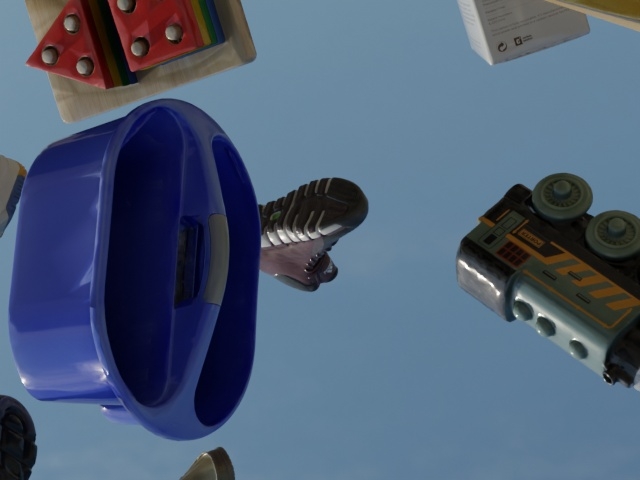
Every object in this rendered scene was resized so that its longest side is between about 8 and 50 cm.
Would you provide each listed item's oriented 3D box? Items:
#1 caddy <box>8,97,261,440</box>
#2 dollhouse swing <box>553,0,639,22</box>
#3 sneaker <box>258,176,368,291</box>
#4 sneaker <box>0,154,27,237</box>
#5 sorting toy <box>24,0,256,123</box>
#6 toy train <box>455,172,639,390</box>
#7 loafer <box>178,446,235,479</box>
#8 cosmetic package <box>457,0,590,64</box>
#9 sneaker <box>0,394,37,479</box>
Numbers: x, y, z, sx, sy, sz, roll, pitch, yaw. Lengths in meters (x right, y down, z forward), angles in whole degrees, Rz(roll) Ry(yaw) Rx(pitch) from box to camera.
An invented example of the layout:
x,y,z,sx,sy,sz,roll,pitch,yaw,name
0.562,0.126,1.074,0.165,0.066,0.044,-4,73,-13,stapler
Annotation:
x,y,z,sx,sy,sz,roll,pitch,yaw,name
-0.164,0.030,1.616,0.179,0.341,0.241,-10,158,32,caddy
0.404,-0.340,1.620,0.347,0.305,0.315,13,-171,-31,dollhouse swing
0.000,0.000,2.486,0.281,0.162,0.106,-12,-134,44,sneaker
-0.499,0.010,2.188,0.131,0.112,0.296,22,-119,-14,sneaker
-0.229,-0.275,1.747,0.255,0.257,0.089,-15,-176,30,sorting toy
0.325,0.055,2.018,0.190,0.142,0.334,-39,-122,-22,toy train
-0.140,0.283,1.791,0.050,0.148,0.056,-3,-134,-39,loafer
0.235,-0.445,2.265,0.155,0.365,0.197,-18,-165,2,cosmetic package
-0.353,0.288,1.638,0.106,0.101,0.267,-14,-127,25,sneaker
